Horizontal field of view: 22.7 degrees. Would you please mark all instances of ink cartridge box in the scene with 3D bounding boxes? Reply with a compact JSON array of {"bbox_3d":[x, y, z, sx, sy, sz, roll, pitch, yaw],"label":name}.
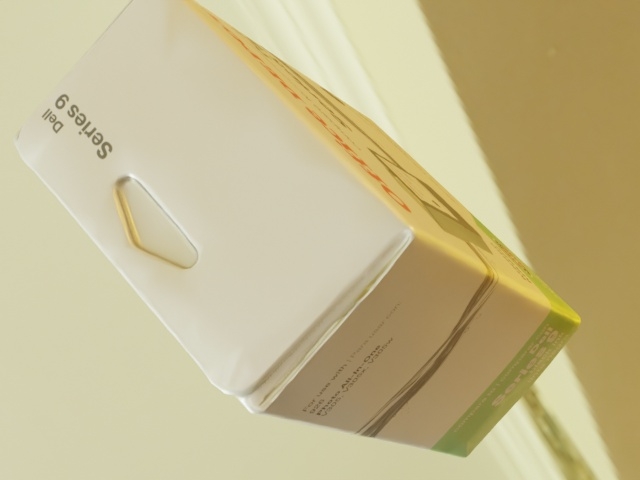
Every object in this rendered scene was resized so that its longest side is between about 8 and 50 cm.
[{"bbox_3d":[0.000,0.000,0.879,0.121,0.211,0.289,-48,-25,8],"label":"ink cartridge box"}]
